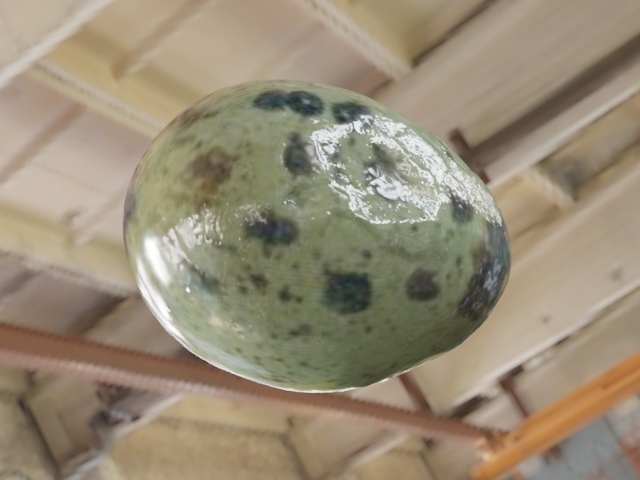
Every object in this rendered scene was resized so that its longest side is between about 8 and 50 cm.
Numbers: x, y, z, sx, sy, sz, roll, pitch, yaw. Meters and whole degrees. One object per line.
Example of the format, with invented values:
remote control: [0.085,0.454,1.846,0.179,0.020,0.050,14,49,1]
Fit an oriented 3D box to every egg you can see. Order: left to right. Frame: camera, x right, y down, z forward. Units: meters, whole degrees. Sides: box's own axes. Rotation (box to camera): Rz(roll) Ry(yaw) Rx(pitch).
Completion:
egg: [0.000,0.000,0.753,0.182,0.141,0.141,12,-34,-14]
